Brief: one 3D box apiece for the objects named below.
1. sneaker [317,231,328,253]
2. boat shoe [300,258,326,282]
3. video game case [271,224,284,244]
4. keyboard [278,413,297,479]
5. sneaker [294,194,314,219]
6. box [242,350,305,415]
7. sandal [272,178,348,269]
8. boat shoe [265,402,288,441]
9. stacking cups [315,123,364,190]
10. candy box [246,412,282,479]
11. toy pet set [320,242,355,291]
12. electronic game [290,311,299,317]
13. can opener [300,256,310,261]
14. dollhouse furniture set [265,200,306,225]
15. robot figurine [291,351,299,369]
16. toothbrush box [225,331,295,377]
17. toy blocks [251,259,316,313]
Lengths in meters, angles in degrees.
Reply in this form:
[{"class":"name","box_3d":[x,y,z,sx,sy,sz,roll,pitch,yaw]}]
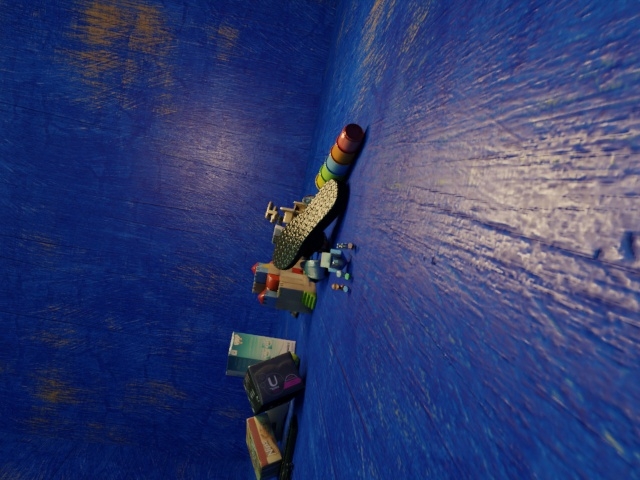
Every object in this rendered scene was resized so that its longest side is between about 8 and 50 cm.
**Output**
[{"class":"sneaker","box_3d":[0.000,0.000,1.658,0.161,0.057,0.075,-132,55,-76]},{"class":"boat shoe","box_3d":[-0.026,0.111,1.571,0.227,0.079,0.081,148,118,-80]},{"class":"video game case","box_3d":[-0.154,-0.003,2.326,0.173,0.191,0.022,113,176,-59]},{"class":"keyboard","box_3d":[-0.122,0.792,1.546,0.201,0.033,0.316,-143,63,-82]},{"class":"sneaker","box_3d":[-0.054,-0.061,1.869,0.104,0.125,0.261,148,132,-81]},{"class":"box","box_3d":[-0.179,0.530,1.640,0.143,0.165,0.270,64,157,21]},{"class":"sandal","box_3d":[-0.028,-0.026,1.534,0.446,0.107,0.167,-44,40,39]},{"class":"boat shoe","box_3d":[-0.194,0.758,1.947,0.088,0.096,0.267,-107,20,-66]},{"class":"stacking cups","box_3d":[0.058,-0.250,1.410,0.316,0.096,0.095,122,157,-69]},{"class":"candy box","box_3d":[-0.230,0.830,1.772,0.316,0.088,0.182,104,146,-51]},{"class":"toy pet set","box_3d":[0.059,0.066,1.154,0.114,0.065,0.122,6,88,48]},{"class":"electronic game","box_3d":[-0.124,0.275,2.245,0.229,0.048,0.229,-177,90,-79]},{"class":"can opener","box_3d":[-0.107,0.181,2.066,0.074,0.093,0.280,-4,-72,-62]},{"class":"dollhouse furniture set","box_3d":[-0.126,-0.142,2.256,0.242,0.212,0.160,48,-125,-71]},{"class":"robot figurine","box_3d":[-0.123,0.512,1.815,0.101,0.067,0.115,-36,-43,-83]},{"class":"toothbrush box","box_3d":[-0.278,0.549,2.074,0.216,0.296,0.126,110,167,-48]},{"class":"toy blocks","box_3d":[-0.159,0.167,1.821,0.381,0.261,0.190,-98,20,-68]}]
